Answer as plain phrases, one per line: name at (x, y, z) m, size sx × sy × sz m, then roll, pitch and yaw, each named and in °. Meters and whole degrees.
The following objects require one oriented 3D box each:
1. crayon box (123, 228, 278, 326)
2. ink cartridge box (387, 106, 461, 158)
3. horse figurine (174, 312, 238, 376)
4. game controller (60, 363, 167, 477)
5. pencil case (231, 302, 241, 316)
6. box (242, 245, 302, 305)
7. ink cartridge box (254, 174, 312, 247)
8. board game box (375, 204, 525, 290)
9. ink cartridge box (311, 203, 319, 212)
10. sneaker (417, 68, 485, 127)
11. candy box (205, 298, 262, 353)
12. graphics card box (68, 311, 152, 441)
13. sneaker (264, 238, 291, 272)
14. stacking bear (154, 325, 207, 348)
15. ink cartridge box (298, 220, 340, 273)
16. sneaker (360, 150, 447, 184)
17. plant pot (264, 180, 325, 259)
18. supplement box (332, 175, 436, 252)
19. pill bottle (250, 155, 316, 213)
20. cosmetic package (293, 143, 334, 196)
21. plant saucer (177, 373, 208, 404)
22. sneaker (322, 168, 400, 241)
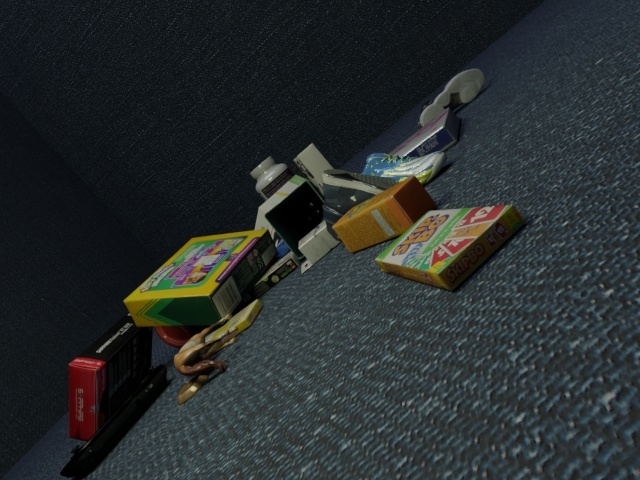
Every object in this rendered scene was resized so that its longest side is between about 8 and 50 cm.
crayon box at (-0.346, 0.107, 1.460) m, size 0.312 × 0.106 × 0.363 m, roll -7°, pitch 27°, yaw 27°
ink cartridge box at (0.262, -0.259, 1.448) m, size 0.324 × 0.071 × 0.330 m, roll -36°, pitch 11°, yaw 28°
horse figurine at (-0.269, 0.251, 1.105) m, size 0.174 × 0.066 × 0.263 m, roll -34°, pitch 10°, yaw -6°
game controller at (-0.512, 0.447, 1.225) m, size 0.166 × 0.067 × 0.319 m, roll -34°, pitch 10°, yaw 36°
pencil case at (-0.289, 0.202, 1.497) m, size 0.070 × 0.065 × 0.151 m, roll -27°, pitch 3°, yaw -22°
box at (-0.143, 0.105, 1.454) m, size 0.207 × 0.036 × 0.114 m, roll -38°, pitch 9°, yaw 17°
ink cartridge box at (-0.146, -0.074, 1.829) m, size 0.353 × 0.119 × 0.207 m, roll -50°, pitch -17°, yaw -48°
board game box at (0.161, 0.005, 0.682) m, size 0.124 × 0.039 × 0.259 m, roll -41°, pitch 6°, yaw -8°
ink cartridge box at (0.024, -0.140, 1.791) m, size 0.052 × 0.088 × 0.122 m, roll -48°, pitch 10°, yaw -24°
sneaker at (0.446, -0.496, 1.714) m, size 0.268 × 0.101 × 0.153 m, roll -42°, pitch 11°, yaw 6°
candy box at (-0.242, 0.235, 1.255) m, size 0.205 × 0.027 × 0.105 m, roll -37°, pitch 9°, yaw 22°
graphics card box at (-0.619, 0.392, 1.466) m, size 0.371 × 0.094 × 0.233 m, roll -73°, pitch -10°, yaw -75°
sneaker at (-0.122, 0.047, 1.606) m, size 0.209 × 0.069 × 0.082 m, roll -37°, pitch 34°, yaw -22°
stacking bear at (-0.417, 0.226, 1.671) m, size 0.164 × 0.176 × 0.289 m, roll -24°, pitch 7°, yaw 38°
ink cartridge box at (0.000, 0.000, 1.286) m, size 0.180 × 0.060 × 0.104 m, roll -40°, pitch 9°, yaw 4°
sneaker at (0.175, -0.166, 1.149) m, size 0.240 × 0.126 × 0.091 m, roll -33°, pitch 11°, yaw 41°
plant pot at (-0.030, -0.074, 1.490) m, size 0.165 × 0.166 × 0.234 m, roll -38°, pitch 0°, yaw 14°
supplement box at (0.117, -0.045, 0.962) m, size 0.078 × 0.080 × 0.233 m, roll -43°, pitch 7°, yaw -29°
pill bottle at (-0.163, -0.215, 2.181) m, size 0.181 × 0.323 × 0.181 m, roll -39°, pitch 9°, yaw 7°
cosmetic package at (0.026, -0.155, 1.356) m, size 0.060 × 0.239 × 0.099 m, roll -41°, pitch 8°, yaw -3°
plant saucer at (-0.279, 0.317, 1.049) m, size 0.083 × 0.015 × 0.083 m, roll -39°, pitch 9°, yaw 7°
sneaker at (0.103, -0.068, 1.140) m, size 0.226 × 0.164 × 0.086 m, roll 16°, pitch 25°, yaw 31°
